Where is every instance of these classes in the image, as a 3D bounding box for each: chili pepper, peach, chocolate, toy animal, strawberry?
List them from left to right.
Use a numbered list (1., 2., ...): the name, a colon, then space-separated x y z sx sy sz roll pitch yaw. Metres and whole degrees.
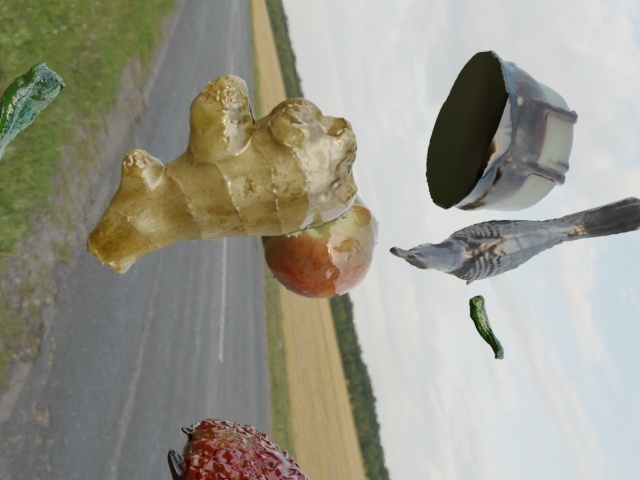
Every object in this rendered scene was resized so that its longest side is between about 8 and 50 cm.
1. chili pepper: -0.465 -0.165 1.010 0.061 0.224 0.098 41 2 -17
2. strawberry: -0.073 0.303 0.818 0.233 0.138 0.306 41 18 -42
3. peach: 0.000 0.000 1.198 0.232 0.232 0.232 168 -90 -90
4. chili pepper: 0.284 0.153 1.187 0.055 0.035 0.118 33 38 -65
5. toy animal: 0.264 0.013 1.018 0.206 0.367 0.081 111 -31 -75
6. chocolate: 0.319 -0.168 1.182 0.283 0.186 0.283 -167 -90 -78

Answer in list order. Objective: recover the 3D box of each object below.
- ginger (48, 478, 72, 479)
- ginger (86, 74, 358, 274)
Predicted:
1. ginger: -0.493 0.499 1.243 0.267 0.152 0.138 83 12 -61
2. ginger: -0.135 -0.077 0.903 0.236 0.375 0.166 89 -22 -52
